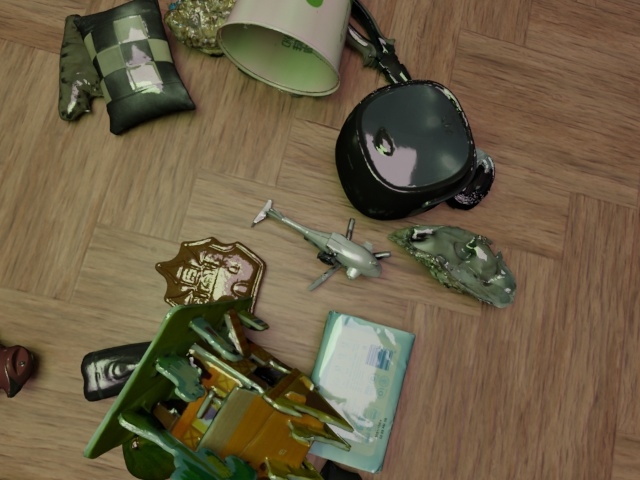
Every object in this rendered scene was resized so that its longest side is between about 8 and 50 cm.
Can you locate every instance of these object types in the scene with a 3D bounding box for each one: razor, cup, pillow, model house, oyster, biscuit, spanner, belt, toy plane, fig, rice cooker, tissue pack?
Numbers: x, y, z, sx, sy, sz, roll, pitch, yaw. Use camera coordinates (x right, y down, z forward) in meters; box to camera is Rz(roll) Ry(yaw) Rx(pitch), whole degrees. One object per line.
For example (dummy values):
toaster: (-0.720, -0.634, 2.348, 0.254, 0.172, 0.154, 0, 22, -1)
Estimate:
razor: (-0.368, 0.242, 0.816, 0.147, 0.054, 0.090, -11, 82, -9)
cup: (-0.043, -0.463, 0.857, 0.252, 0.253, 0.274, 19, 85, -3)
pillow: (-0.494, -0.363, 0.906, 0.093, 0.051, 0.242, 0, 79, -15)
model house: (-0.099, 0.257, 0.656, 0.312, 0.357, 0.243, 29, 87, 11)
oyster: (0.288, 0.053, 0.902, 0.251, 0.087, 0.200, -6, 72, -14)
biscuit: (-0.227, 0.080, 0.869, 0.215, 0.034, 0.183, 14, 79, -3)
spanner: (0.112, -0.453, 0.984, 0.095, 0.040, 0.325, -40, 91, -18)
oyster: (-0.214, -0.505, 0.943, 0.259, 0.092, 0.199, -24, 88, -12)
belt: (0.322, -0.135, 0.953, 0.105, 0.058, 0.140, 27, 82, 5)
toy plane: (0.004, -0.010, 0.875, 0.182, 0.107, 0.273, -40, 82, -16)
fig: (-0.288, 0.359, 0.755, 0.123, 0.156, 0.124, 1, 75, -5)
rice cooker: (0.161, -0.168, 0.857, 0.266, 0.224, 0.268, 1, 79, -5)
pillow: (-0.377, -0.360, 0.881, 0.185, 0.106, 0.250, -16, 95, 2)
tissue pack: (0.065, 0.285, 0.841, 0.176, 0.089, 0.264, 17, 81, 0)

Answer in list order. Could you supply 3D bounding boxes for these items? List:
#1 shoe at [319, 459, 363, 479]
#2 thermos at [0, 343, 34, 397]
shoe: (0.006, 0.460, 0.795, 0.240, 0.108, 0.093, -3, 84, -3)
thermos: (-0.682, 0.224, 0.769, 0.329, 0.136, 0.110, -1, 108, -6)
